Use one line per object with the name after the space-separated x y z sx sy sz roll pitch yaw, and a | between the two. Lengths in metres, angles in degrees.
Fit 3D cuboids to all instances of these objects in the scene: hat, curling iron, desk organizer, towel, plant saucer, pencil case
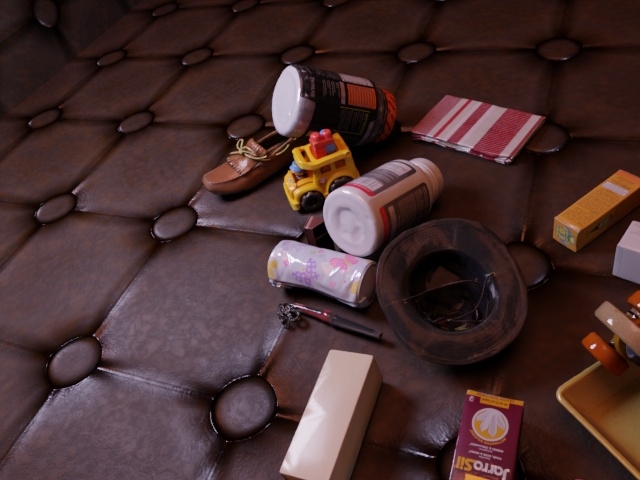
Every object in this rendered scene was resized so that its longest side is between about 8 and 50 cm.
0.284 0.120 1.226 0.331 0.134 0.331 -6 64 13 | hat
0.017 0.192 1.308 0.274 0.035 0.068 10 54 26 | curling iron
0.000 0.000 1.436 0.050 0.130 0.047 7 49 21 | desk organizer
0.471 -0.341 1.699 0.329 0.037 0.237 24 55 32 | towel
0.642 0.314 0.960 0.333 0.081 0.333 -28 46 -11 | plant saucer
0.005 0.079 1.367 0.273 0.113 0.124 12 48 26 | pencil case

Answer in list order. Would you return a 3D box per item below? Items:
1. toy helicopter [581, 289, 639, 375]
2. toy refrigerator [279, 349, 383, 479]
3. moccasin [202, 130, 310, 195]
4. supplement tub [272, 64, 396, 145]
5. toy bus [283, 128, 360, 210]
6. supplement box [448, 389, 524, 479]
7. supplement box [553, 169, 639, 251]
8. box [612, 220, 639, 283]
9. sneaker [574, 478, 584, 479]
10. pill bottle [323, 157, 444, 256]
0.577 0.228 0.869 0.140 0.235 0.355 -46 63 11 | toy helicopter
0.030 0.357 1.102 0.102 0.094 0.269 2 46 28 | toy refrigerator
-0.192 -0.263 1.743 0.380 0.147 0.139 -25 44 -8 | moccasin
0.043 -0.394 1.679 0.338 0.207 0.207 3 36 -28 | supplement tub
-0.012 -0.215 1.597 0.220 0.211 0.149 -22 46 -3 | toy bus
0.297 0.377 1.004 0.104 0.081 0.188 7 49 23 | supplement box
0.663 -0.072 1.340 0.233 0.078 0.080 -34 46 -17 | supplement box
0.699 0.033 1.206 0.102 0.101 0.087 24 57 36 | box
0.435 0.456 0.884 0.063 0.075 0.170 -3 46 9 | sneaker
0.172 -0.100 1.417 0.176 0.176 0.318 26 41 35 | pill bottle
